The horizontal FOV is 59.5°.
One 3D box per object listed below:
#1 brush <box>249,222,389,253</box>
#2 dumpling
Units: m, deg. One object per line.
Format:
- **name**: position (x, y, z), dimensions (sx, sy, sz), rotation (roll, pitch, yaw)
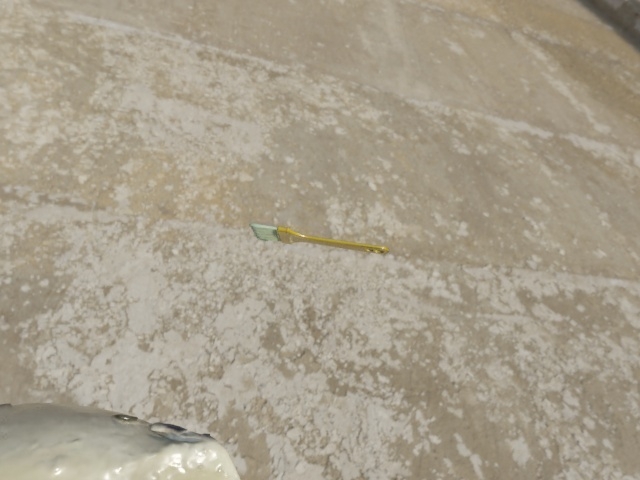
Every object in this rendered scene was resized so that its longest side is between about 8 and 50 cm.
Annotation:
- **brush**: position (0.000, 0.000, 0.878), dimensions (0.218, 0.082, 0.010), rotation (8, 76, 2)
- **dumpling**: position (-0.209, 0.242, 0.428), dimensions (0.243, 0.226, 0.175), rotation (-2, -3, 22)
